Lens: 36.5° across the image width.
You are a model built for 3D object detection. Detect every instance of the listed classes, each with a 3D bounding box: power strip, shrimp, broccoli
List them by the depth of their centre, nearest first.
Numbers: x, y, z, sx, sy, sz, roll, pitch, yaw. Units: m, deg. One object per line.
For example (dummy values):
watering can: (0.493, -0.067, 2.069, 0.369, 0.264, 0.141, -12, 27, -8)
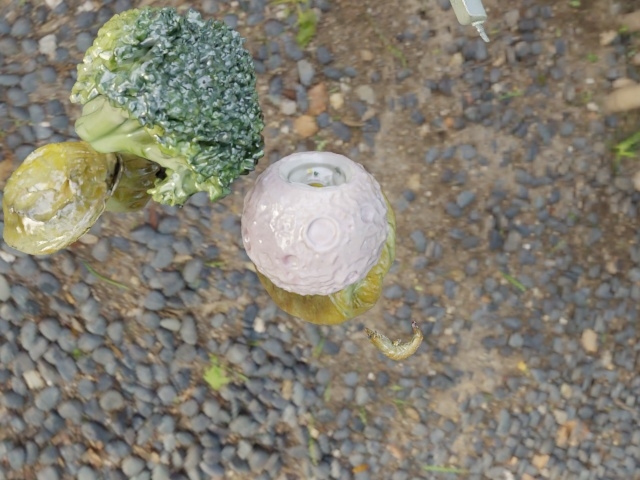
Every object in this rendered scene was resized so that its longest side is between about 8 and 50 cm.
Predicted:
power strip: (0.174, -0.384, 1.320, 0.027, 0.060, 0.252, -23, 92, -4)
broccoli: (-0.248, -0.192, 1.494, 0.348, 0.281, 0.293, -7, 88, -55)
shrimp: (0.127, 0.162, 1.664, 0.114, 0.023, 0.083, 34, 111, -30)

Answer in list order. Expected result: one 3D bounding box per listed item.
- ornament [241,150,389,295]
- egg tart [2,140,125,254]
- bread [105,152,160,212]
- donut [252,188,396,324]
ornament: (-0.009, -0.024, 1.686, 0.259, 0.259, 0.225, -13, 124, -25)
egg tart: (-0.453, -0.087, 1.652, 0.252, 0.232, 0.098, -38, 136, -3)
bread: (-0.345, -0.152, 1.792, 0.152, 0.267, 0.130, -22, 66, -42)
donut: (0.000, 0.000, 1.986, 0.170, 0.360, 0.360, -22, 105, -38)
